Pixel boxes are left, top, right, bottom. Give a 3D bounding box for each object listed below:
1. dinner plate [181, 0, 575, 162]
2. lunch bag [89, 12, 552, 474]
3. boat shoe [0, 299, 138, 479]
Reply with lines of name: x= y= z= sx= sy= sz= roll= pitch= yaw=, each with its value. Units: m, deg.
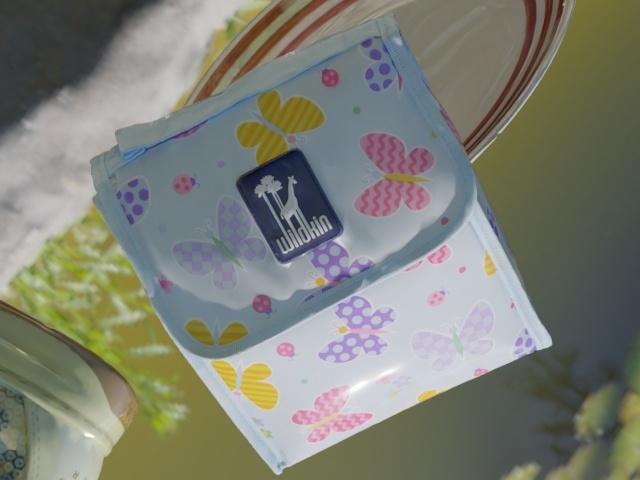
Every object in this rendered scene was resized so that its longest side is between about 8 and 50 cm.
dinner plate: x=0.013 y=-0.042 z=0.455 sx=0.141 sy=0.141 sz=0.017 roll=-47 pitch=122 yaw=-10
lunch bag: x=0.000 y=0.000 z=0.336 sx=0.071 sy=0.053 sz=0.083 roll=-25 pitch=129 yaw=5
boat shoe: x=-0.216 y=0.035 z=0.634 sx=0.104 sy=0.285 sz=0.089 roll=105 pitch=10 yaw=-71
